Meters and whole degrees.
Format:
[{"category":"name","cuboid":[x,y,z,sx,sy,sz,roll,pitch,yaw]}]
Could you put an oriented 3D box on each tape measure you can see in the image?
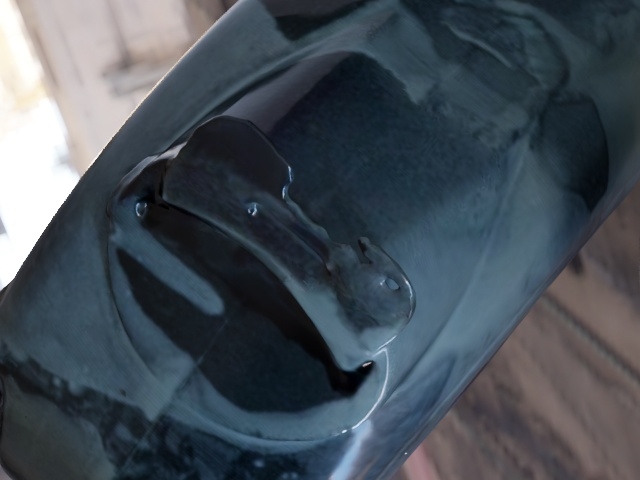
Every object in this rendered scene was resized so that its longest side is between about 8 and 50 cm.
[{"category":"tape measure","cuboid":[0.000,0.000,0.686,0.256,0.147,0.275,-44,172,-42]}]
